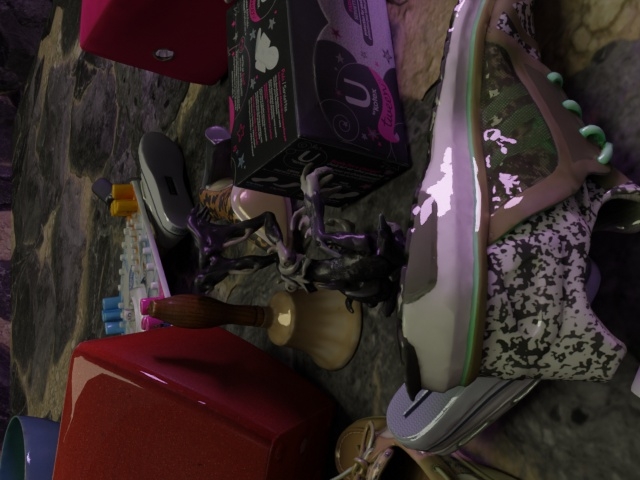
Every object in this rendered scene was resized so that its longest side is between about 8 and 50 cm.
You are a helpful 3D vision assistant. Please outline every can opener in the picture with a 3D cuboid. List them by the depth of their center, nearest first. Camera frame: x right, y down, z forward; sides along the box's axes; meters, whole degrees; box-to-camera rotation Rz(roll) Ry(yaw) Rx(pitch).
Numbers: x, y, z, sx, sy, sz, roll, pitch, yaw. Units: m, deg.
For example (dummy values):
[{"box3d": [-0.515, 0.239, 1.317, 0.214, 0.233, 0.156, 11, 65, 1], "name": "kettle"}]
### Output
[{"box3d": [-0.447, -0.107, 1.614, 0.095, 0.076, 0.283, -50, 33, -9], "name": "can opener"}]

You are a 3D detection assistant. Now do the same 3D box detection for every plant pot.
[{"box3d": [-0.131, 0.263, 0.836, 0.236, 0.267, 0.267, 12, 95, 22], "name": "plant pot"}, {"box3d": [-0.590, 0.537, 1.567, 0.290, 0.195, 0.290, -16, 71, 55], "name": "plant pot"}]

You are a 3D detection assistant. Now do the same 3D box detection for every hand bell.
[{"box3d": [-0.084, 0.090, 0.828, 0.126, 0.242, 0.126, -15, 71, 55], "name": "hand bell"}]

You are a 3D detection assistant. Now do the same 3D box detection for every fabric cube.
[{"box3d": [-0.226, -0.446, 1.152, 0.258, 0.254, 0.259, -25, 62, 51], "name": "fabric cube"}]

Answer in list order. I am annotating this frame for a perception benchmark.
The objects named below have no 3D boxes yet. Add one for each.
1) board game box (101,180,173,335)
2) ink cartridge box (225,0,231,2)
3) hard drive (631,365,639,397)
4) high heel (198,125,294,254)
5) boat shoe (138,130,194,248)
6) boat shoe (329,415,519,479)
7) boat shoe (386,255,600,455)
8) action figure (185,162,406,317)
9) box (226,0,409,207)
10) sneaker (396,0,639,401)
[{"box3d": [-0.362, 0.150, 1.355, 0.390, 0.050, 0.390, -118, 35, -42], "name": "board game box"}, {"box3d": [-0.083, -0.408, 0.767, 0.171, 0.168, 0.233, 54, 173, -4], "name": "ink cartridge box"}, {"box3d": [0.327, -0.007, 0.395, 0.210, 0.040, 0.318, 34, 112, 55], "name": "hard drive"}, {"box3d": [-0.111, -0.029, 1.076, 0.261, 0.093, 0.186, 56, 153, 30], "name": "high heel"}, {"box3d": [-0.312, -0.101, 1.359, 0.084, 0.095, 0.258, -48, 45, 36], "name": "boat shoe"}, {"box3d": [0.089, 0.235, 0.671, 0.285, 0.089, 0.104, 2, 86, 58], "name": "boat shoe"}, {"box3d": [0.155, 0.099, 0.612, 0.226, 0.076, 0.083, -44, 40, 15], "name": "boat shoe"}, {"box3d": [0.000, 0.000, 0.761, 0.164, 0.276, 0.141, 79, -163, -53], "name": "action figure"}, {"box3d": [-0.007, -0.186, 0.838, 0.142, 0.163, 0.247, -28, 60, 49], "name": "box"}, {"box3d": [0.175, -0.055, 0.573, 0.158, 0.182, 0.410, 81, -160, -63], "name": "sneaker"}]
